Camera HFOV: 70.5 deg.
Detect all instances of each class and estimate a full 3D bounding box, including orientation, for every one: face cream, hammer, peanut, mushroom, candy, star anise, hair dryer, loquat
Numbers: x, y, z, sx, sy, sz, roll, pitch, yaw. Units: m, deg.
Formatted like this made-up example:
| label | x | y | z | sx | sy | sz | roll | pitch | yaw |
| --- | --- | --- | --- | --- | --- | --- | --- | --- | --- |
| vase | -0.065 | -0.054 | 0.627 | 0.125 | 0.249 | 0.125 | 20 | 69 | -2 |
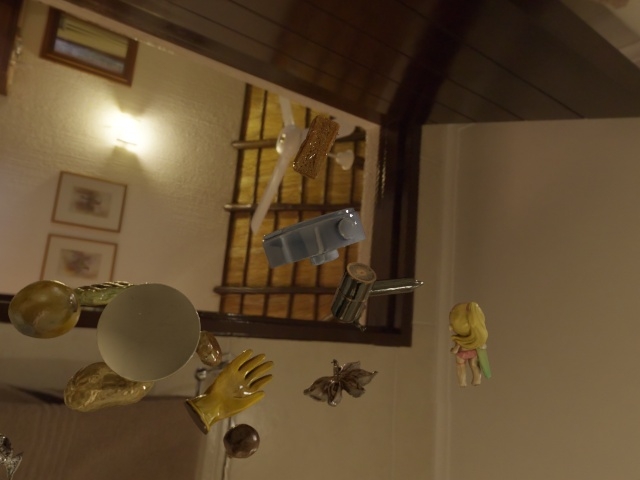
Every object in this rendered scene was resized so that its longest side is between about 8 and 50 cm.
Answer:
| label | x | y | z | sx | sy | sz | roll | pitch | yaw |
| --- | --- | --- | --- | --- | --- | --- | --- | --- | --- |
| face cream | -0.405 | 0.225 | 1.076 | 0.179 | 0.218 | 0.218 | 140 | -47 | -63 |
| hammer | 0.139 | 0.266 | 1.641 | 0.021 | 0.078 | 0.201 | -53 | 178 | 16 |
| peanut | -0.568 | 0.388 | 1.220 | 0.129 | 0.224 | 0.129 | 175 | -90 | -69 |
| mushroom | -0.262 | 0.669 | 1.509 | 0.127 | 0.127 | 0.087 | 43 | -43 | 53 |
| candy | -0.819 | 0.513 | 1.150 | 0.051 | 0.094 | 0.226 | -3 | -68 | 18 |
| star anise | 0.067 | 0.399 | 1.258 | 0.172 | 0.208 | 0.063 | -5 | -77 | 30 |
| hair dryer | 0.209 | 0.174 | 1.531 | 0.107 | 0.352 | 0.189 | 55 | -45 | 44 |
| loquat | -0.686 | 0.173 | 1.138 | 0.195 | 0.152 | 0.152 | -21 | -121 | 20 |

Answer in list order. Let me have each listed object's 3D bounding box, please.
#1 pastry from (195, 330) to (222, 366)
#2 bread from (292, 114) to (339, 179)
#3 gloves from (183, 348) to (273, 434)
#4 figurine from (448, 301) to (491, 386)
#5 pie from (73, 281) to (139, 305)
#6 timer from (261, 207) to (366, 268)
| label | x | y | z | sx | sy | sz | roll | pitch | yaw |
| --- | --- | --- | --- | --- | --- | --- | --- | --- | --- |
| pastry | -0.451 | 0.434 | 1.815 | 0.153 | 0.081 | 0.153 | 57 | -11 | 17 |
| bread | -0.015 | -0.405 | 1.976 | 0.271 | 0.139 | 0.077 | -67 | -164 | 0 |
| gloves | -0.270 | 0.459 | 1.421 | 0.116 | 0.294 | 0.133 | 2 | -61 | 52 |
| figurine | 0.279 | 0.195 | 0.842 | 0.083 | 0.083 | 0.187 | 21 | -60 | 57 |
| pie | -0.829 | 0.204 | 1.769 | 0.306 | 0.306 | 0.071 | 1 | -84 | 57 |
| timer | 0.000 | 0.000 | 1.735 | 0.395 | 0.395 | 0.173 | -17 | -91 | 54 |
